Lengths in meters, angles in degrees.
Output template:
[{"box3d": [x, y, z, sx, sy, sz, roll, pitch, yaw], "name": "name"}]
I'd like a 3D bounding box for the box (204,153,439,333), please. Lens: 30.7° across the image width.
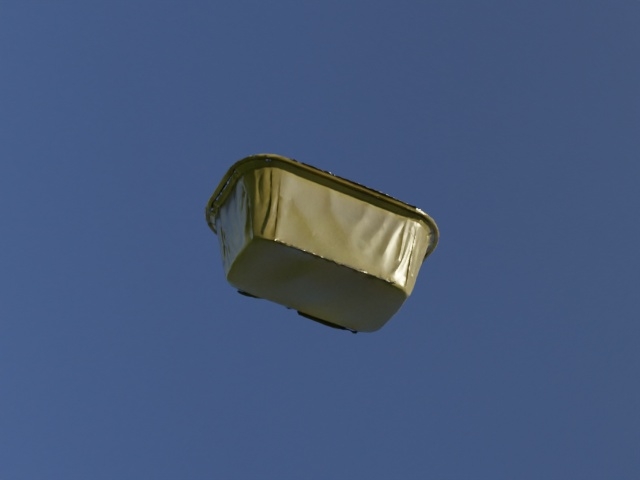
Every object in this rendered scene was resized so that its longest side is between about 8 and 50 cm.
[{"box3d": [0.000, 0.000, 0.891, 0.177, 0.111, 0.111, 21, -79, -17], "name": "box"}]
